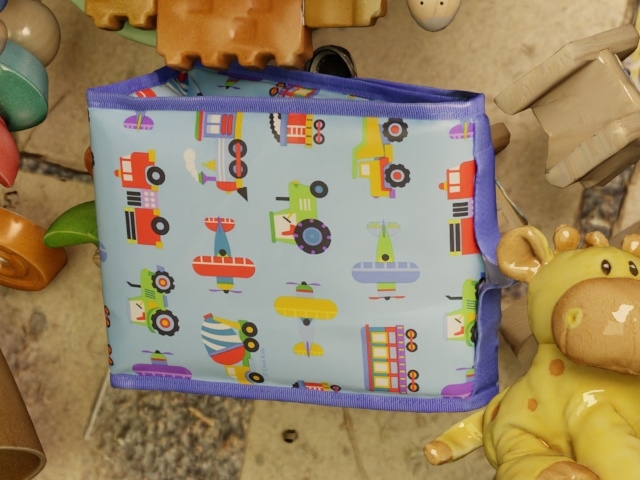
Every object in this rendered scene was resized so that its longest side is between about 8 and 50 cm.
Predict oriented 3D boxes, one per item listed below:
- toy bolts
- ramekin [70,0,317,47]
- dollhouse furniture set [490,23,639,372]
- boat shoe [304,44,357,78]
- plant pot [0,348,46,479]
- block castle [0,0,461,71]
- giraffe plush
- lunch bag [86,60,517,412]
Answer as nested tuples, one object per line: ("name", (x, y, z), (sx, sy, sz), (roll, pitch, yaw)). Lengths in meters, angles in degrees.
("toy bolts", (-0.218, -0.076, 1.269), (0.218, 0.228, 0.158), (-4, 54, 42))
("ramekin", (-0.067, -0.288, 1.222), (0.304, 0.148, 0.303), (1, 92, 15))
("dollhouse furniture set", (0.312, 0.001, 1.136), (0.394, 0.256, 0.362), (-38, 82, 34))
("boat shoe", (0.016, -0.087, 1.265), (0.049, 0.042, 0.133), (-11, 91, 13))
("plant pot", (-0.362, 0.086, 1.293), (0.237, 0.237, 0.254), (-21, 73, 15))
("block castle", (-0.088, -0.216, 0.998), (0.453, 0.303, 0.212), (1, 93, 16))
("giraffe plush", (0.176, 0.083, 1.010), (0.210, 0.181, 0.170), (28, 109, 56))
("lunch bag", (0.000, 0.000, 1.118), (0.293, 0.138, 0.220), (8, 112, 27))
